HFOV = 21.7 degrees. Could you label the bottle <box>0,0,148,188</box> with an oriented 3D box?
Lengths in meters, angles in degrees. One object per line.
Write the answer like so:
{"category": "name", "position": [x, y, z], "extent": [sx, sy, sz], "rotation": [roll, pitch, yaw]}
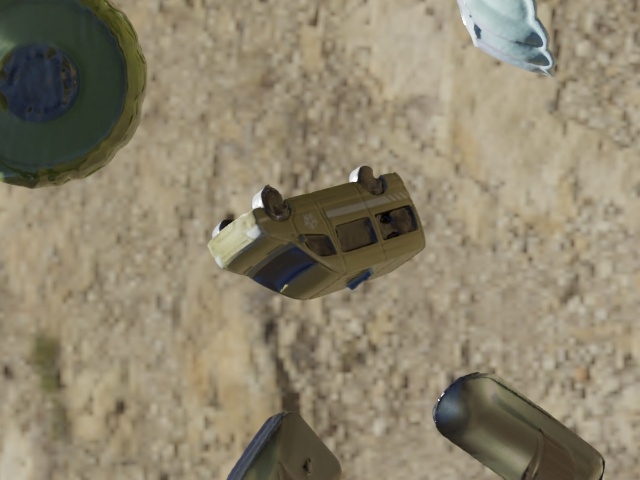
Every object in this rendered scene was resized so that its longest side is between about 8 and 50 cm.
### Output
{"category": "bottle", "position": [-0.164, -0.096, 0.938], "extent": [0.260, 0.112, 0.112], "rotation": [-145, 61, -75]}

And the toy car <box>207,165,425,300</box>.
{"category": "toy car", "position": [0.000, 0.000, 1.865], "extent": [0.101, 0.256, 0.124], "rotation": [-38, 75, 43]}

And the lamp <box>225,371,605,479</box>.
{"category": "lamp", "position": [0.043, 0.178, 1.252], "extent": [0.283, 0.203, 0.125], "rotation": [-5, 51, 32]}

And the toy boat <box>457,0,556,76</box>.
{"category": "toy boat", "position": [0.234, -0.348, 2.288], "extent": [0.199, 0.100, 0.290], "rotation": [-66, -44, -88]}
